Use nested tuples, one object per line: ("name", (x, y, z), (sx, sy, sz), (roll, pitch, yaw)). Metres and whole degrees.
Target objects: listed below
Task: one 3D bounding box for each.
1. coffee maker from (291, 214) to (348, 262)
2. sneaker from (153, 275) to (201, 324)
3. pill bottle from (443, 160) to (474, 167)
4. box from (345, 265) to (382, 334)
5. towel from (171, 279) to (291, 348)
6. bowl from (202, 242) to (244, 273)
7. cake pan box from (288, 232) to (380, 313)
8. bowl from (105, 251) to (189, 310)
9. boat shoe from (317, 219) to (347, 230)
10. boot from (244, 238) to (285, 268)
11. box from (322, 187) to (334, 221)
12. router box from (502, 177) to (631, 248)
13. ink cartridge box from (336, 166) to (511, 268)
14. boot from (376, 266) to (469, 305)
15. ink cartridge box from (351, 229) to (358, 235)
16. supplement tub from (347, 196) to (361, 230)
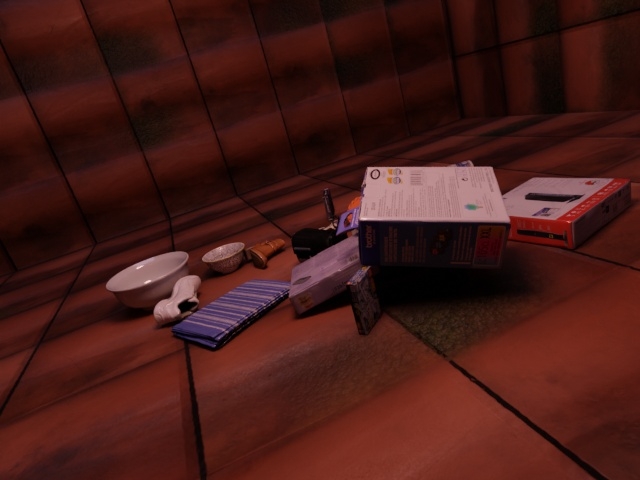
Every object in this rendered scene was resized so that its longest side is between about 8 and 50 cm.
("coffee maker", (0.000, 0.000, 1.469), (0.178, 0.171, 0.120), (4, 1, 41))
("sneaker", (-0.441, 0.197, 1.430), (0.115, 0.090, 0.232), (-3, 31, 17))
("pill bottle", (0.590, -0.289, 1.916), (0.169, 0.094, 0.094), (-15, 19, 4))
("box", (0.106, 0.142, 1.034), (0.027, 0.137, 0.094), (-2, 23, 34))
("towel", (-0.257, 0.210, 1.314), (0.243, 0.040, 0.336), (0, 22, 43))
("bowl", (-0.366, 0.079, 1.685), (0.170, 0.080, 0.170), (-15, 18, 5))
("cake pan box", (0.037, 0.082, 1.259), (0.267, 0.070, 0.246), (-29, 16, 5))
("bowl", (-0.598, 0.162, 1.559), (0.298, 0.134, 0.298), (-14, 19, 5))
("boat shoe", (0.047, -0.044, 1.743), (0.137, 0.049, 0.043), (-22, 23, -9))
("boot", (-0.203, 0.039, 1.682), (0.152, 0.073, 0.197), (-20, 21, -24))
("box", (0.038, -0.167, 1.991), (0.029, 0.116, 0.162), (-12, 20, 10))
("router box", (0.696, -0.096, 1.305), (0.335, 0.082, 0.301), (-27, 22, -28))
("ink cartridge box", (0.240, -0.067, 1.093), (0.395, 0.151, 0.270), (3, 36, 10))
("boot", (0.260, 0.073, 1.166), (0.246, 0.094, 0.207), (-17, 22, 17))
("ink cartridge box", (0.178, -0.035, 1.514), (0.063, 0.109, 0.150), (2, 26, 37))
("supplement tub", (0.177, -0.068, 1.354), (0.117, 0.117, 0.190), (3, -11, 44))
